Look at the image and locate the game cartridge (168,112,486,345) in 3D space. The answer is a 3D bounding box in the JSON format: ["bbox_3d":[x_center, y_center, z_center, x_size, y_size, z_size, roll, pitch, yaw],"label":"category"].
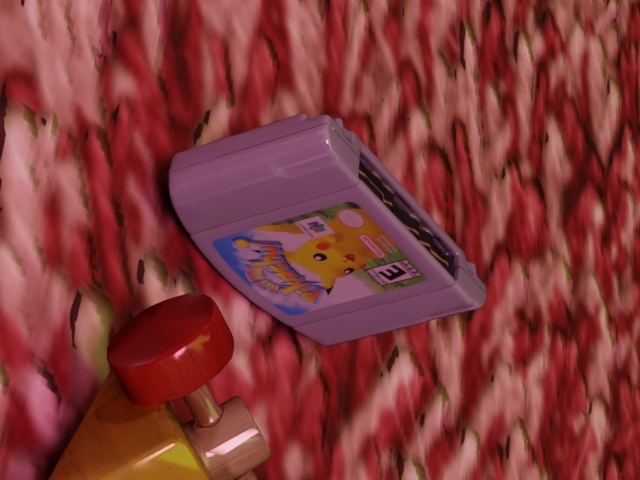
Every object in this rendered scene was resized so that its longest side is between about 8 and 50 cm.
[{"bbox_3d":[0.000,0.000,0.500,0.083,0.056,0.017,44,44,-42],"label":"game cartridge"}]

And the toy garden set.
[{"bbox_3d":[-0.034,0.152,0.402,0.203,0.049,0.244,64,34,-25],"label":"toy garden set"}]
